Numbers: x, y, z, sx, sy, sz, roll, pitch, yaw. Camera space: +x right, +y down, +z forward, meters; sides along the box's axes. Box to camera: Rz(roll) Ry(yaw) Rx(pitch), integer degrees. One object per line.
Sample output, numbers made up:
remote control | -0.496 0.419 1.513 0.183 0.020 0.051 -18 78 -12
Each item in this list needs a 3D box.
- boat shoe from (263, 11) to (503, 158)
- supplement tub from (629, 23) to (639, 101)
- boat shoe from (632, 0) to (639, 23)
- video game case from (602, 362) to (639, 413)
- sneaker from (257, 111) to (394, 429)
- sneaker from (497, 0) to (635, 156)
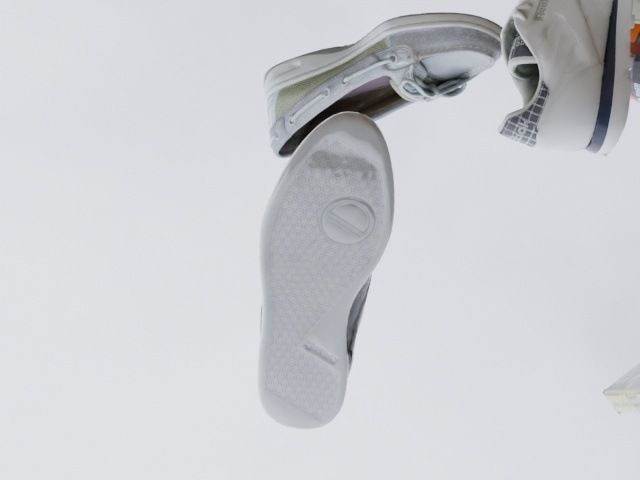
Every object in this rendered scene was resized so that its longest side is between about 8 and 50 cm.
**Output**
boat shoe | 0.072 -0.177 2.183 0.118 0.320 0.103 24 -122 -53
supplement tub | 0.400 -0.198 2.149 0.198 0.106 0.106 20 -164 33
boat shoe | 0.349 -0.278 1.841 0.302 0.103 0.113 8 156 33
video game case | 0.441 0.093 2.042 0.035 0.275 0.248 54 175 2
sneaker | 0.000 0.000 1.608 0.104 0.296 0.147 8 -148 -3
sneaker | 0.188 -0.180 1.470 0.094 0.090 0.235 6 -111 -2
